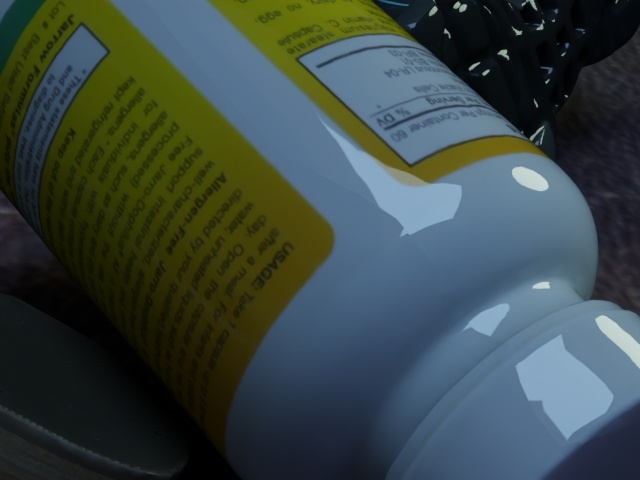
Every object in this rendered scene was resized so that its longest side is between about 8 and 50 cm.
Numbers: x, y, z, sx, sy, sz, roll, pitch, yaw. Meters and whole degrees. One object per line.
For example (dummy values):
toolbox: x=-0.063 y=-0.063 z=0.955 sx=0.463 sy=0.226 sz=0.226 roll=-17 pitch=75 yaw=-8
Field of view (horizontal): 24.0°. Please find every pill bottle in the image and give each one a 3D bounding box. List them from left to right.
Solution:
pill bottle: x=0.000 y=0.000 z=0.412 sx=0.117 sy=0.118 sz=0.208 roll=-17 pitch=51 yaw=-40

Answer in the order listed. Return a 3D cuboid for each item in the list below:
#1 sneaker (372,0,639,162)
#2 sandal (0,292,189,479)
sneaker: x=0.046 y=-0.067 z=0.604 sx=0.106 sy=0.101 sz=0.267 roll=-5 pitch=26 yaw=34
sandal: x=-0.154 y=0.024 z=0.376 sx=0.240 sy=0.079 sz=0.088 roll=32 pitch=16 yaw=-10
